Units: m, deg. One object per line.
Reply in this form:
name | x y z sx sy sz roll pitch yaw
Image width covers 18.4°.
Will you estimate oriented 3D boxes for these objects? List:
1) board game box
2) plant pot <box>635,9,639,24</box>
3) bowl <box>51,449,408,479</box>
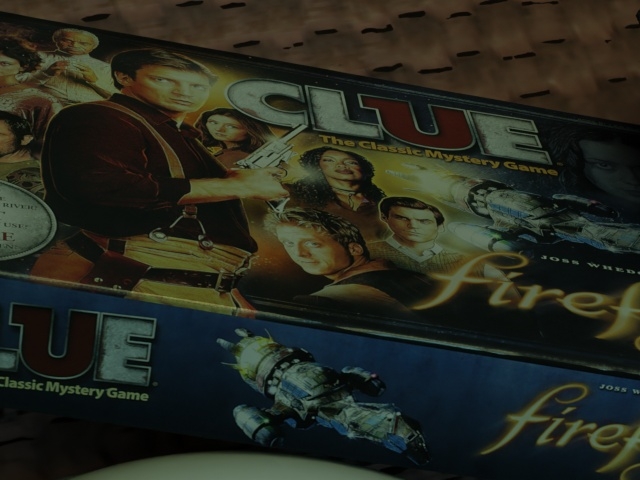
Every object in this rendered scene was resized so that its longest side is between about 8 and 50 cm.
board game box | 0.000 0.000 0.570 0.243 0.042 0.165 9 27 -8
plant pot | 0.264 -0.003 0.542 0.293 0.293 0.235 -20 91 -22
bowl | -0.013 0.167 0.464 0.297 0.134 0.298 5 60 -9
